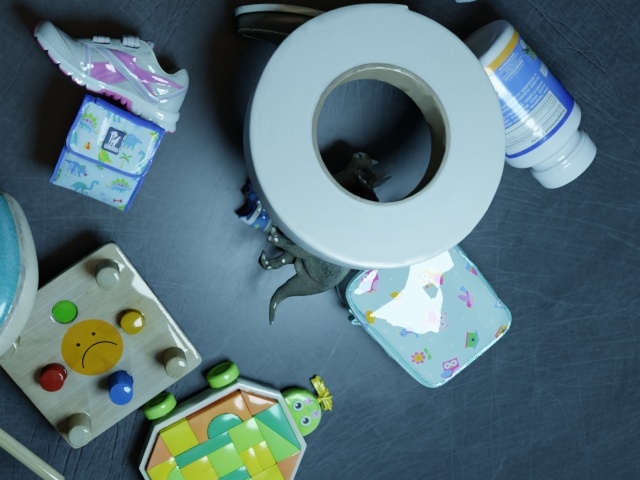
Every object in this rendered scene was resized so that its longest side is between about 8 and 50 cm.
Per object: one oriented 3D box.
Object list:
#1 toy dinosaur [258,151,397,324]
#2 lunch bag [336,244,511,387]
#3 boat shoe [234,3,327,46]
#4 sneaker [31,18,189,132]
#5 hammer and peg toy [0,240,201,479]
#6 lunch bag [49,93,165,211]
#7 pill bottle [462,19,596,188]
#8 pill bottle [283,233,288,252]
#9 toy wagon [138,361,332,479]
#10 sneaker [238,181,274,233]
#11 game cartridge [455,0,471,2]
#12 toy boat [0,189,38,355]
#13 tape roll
[{"bbox_3d":[0.000,0.000,1.359,0.160,0.121,0.313,19,92,-5],"label":"toy dinosaur"},{"bbox_3d":[0.169,0.102,1.512,0.224,0.108,0.279,-41,107,3],"label":"lunch bag"},{"bbox_3d":[0.011,-0.307,1.381,0.305,0.109,0.091,6,96,-19],"label":"boat shoe"},{"bbox_3d":[-0.307,-0.267,1.322,0.252,0.103,0.111,29,93,-26],"label":"sneaker"},{"bbox_3d":[-0.399,0.201,1.384,0.361,0.127,0.266,-36,110,-4],"label":"hammer and peg toy"},{"bbox_3d":[-0.319,-0.135,1.320,0.129,0.096,0.151,22,124,-19],"label":"lunch bag"},{"bbox_3d":[0.333,-0.218,1.458,0.272,0.152,0.152,43,90,-19],"label":"pill bottle"},{"bbox_3d":[-0.020,-0.031,1.450,0.078,0.078,0.137,7,100,-15],"label":"pill bottle"},{"bbox_3d":[-0.134,0.341,1.511,0.344,0.068,0.267,-26,107,-7],"label":"toy wagon"},{"bbox_3d":[-0.091,-0.085,1.435,0.059,0.053,0.144,15,97,-15],"label":"sneaker"},{"bbox_3d":[0.251,-0.558,1.346,0.230,0.068,0.355,-32,115,-51],"label":"game cartridge"},{"bbox_3d":[-0.558,0.075,1.271,0.318,0.267,0.148,-29,150,14],"label":"toy boat"},{"bbox_3d":[0.081,-0.151,1.289,0.392,0.072,0.392,1,87,-12],"label":"tape roll"}]
